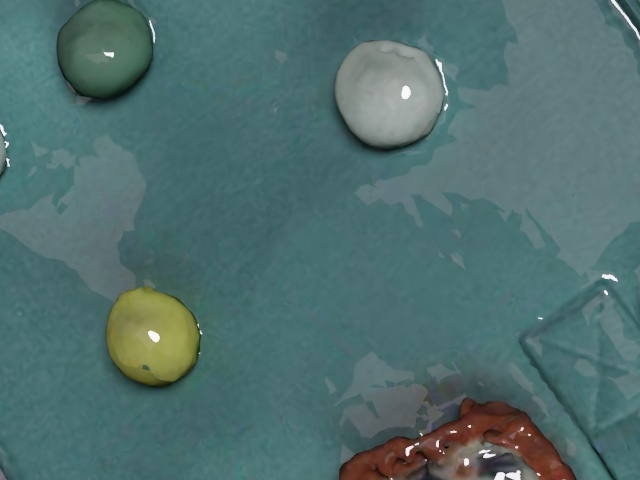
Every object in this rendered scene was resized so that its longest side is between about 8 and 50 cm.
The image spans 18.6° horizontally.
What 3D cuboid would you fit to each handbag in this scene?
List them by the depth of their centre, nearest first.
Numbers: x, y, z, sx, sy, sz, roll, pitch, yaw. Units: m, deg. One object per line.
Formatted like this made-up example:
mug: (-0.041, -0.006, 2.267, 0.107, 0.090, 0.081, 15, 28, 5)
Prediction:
handbag: (-0.003, -0.002, 0.633, 0.269, 0.100, 0.274, -34, 80, 14)
